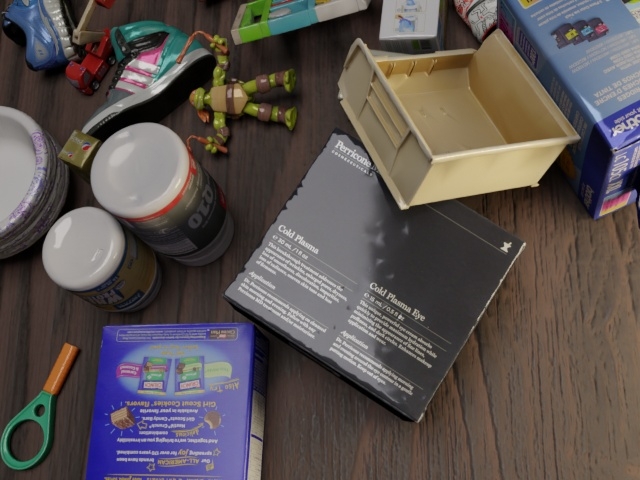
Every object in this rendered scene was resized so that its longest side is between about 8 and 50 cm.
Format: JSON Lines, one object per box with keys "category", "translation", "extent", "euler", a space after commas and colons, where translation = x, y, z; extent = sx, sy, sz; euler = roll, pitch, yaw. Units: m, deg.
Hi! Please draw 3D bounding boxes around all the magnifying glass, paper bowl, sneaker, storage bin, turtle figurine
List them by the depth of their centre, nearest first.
{"category": "storage bin", "translation": [0.196, -0.195, 1.262], "extent": [0.262, 0.123, 0.260], "euler": [-11, 59, -26]}
{"category": "magnifying glass", "translation": [-0.489, 0.292, 1.481], "extent": [0.092, 0.026, 0.231], "euler": [18, 75, 19]}
{"category": "sneaker", "translation": [0.379, -0.455, 1.508], "extent": [0.270, 0.090, 0.145], "euler": [-25, 67, 7]}
{"category": "turtle figurine", "translation": [-0.155, -0.251, 1.566], "extent": [0.217, 0.087, 0.269], "euler": [3, 93, 11]}
{"category": "paper bowl", "translation": [-0.610, -0.099, 1.587], "extent": [0.284, 0.148, 0.284], "euler": [-4, 70, 12]}
{"category": "sneaker", "translation": [-0.369, -0.320, 1.619], "extent": [0.295, 0.124, 0.178], "euler": [-38, 71, -10]}
{"category": "sneaker", "translation": [-0.603, -0.491, 1.740], "extent": [0.147, 0.130, 0.330], "euler": [-23, 67, 2]}

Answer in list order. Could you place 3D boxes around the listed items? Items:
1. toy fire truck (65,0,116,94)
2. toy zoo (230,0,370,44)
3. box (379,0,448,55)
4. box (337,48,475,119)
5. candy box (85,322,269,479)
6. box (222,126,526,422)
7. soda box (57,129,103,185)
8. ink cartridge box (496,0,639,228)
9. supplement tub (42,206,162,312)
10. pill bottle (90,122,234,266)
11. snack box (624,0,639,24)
{"category": "toy fire truck", "translation": [-0.451, -0.399, 1.664], "extent": [0.047, 0.135, 0.192], "euler": [26, 78, 21]}
{"category": "toy zoo", "translation": [-0.016, -0.444, 1.570], "extent": [0.293, 0.030, 0.192], "euler": [-14, 29, 8]}
{"category": "box", "translation": [0.175, -0.428, 1.531], "extent": [0.103, 0.114, 0.203], "euler": [2, 72, 15]}
{"category": "box", "translation": [0.179, -0.258, 1.480], "extent": [0.275, 0.094, 0.113], "euler": [13, 74, 17]}
{"category": "candy box", "translation": [-0.229, 0.302, 1.361], "extent": [0.268, 0.122, 0.317], "euler": [-2, 69, 12]}
{"category": "box", "translation": [0.080, 0.059, 1.302], "extent": [0.343, 0.179, 0.312], "euler": [33, 81, 6]}
{"category": "soda box", "translation": [-0.399, -0.128, 1.527], "extent": [0.058, 0.181, 0.061], "euler": [24, 77, 21]}
{"category": "ink cartridge box", "translation": [0.431, -0.214, 1.305], "extent": [0.151, 0.270, 0.395], "euler": [-28, 66, 1]}
{"category": "supplement tub", "translation": [-0.369, 0.041, 1.447], "extent": [0.144, 0.199, 0.144], "euler": [-5, 69, 13]}
{"category": "pill bottle", "translation": [-0.251, -0.065, 1.411], "extent": [0.161, 0.283, 0.161], "euler": [-5, 69, 12]}
{"category": "snack box", "translation": [0.565, -0.310, 1.418], "extent": [0.175, 0.070, 0.207], "euler": [-28, 65, 3]}
